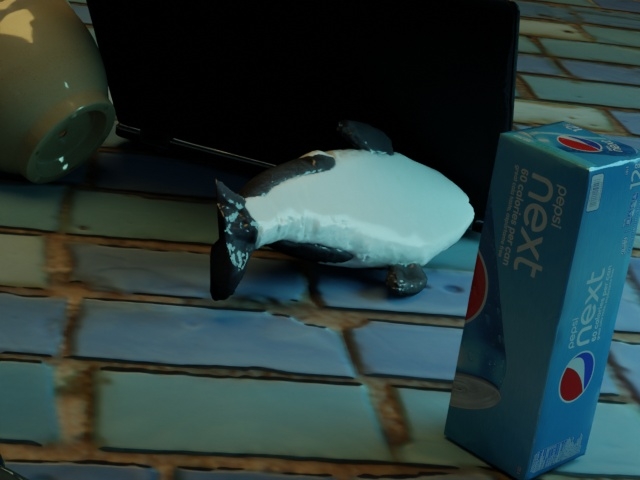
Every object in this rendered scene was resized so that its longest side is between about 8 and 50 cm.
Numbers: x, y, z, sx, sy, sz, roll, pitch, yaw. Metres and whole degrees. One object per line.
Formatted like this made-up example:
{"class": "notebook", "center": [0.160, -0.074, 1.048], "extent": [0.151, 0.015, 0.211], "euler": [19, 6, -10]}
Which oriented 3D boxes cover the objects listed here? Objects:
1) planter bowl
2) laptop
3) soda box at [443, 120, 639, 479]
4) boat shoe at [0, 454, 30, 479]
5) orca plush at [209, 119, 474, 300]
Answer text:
{"class": "planter bowl", "center": [-0.244, -0.118, 1.256], "extent": [0.109, 0.162, 0.162], "euler": [46, 33, 15]}
{"class": "laptop", "center": [0.019, -0.171, 1.342], "extent": [0.382, 0.236, 0.408], "euler": [16, 21, 15]}
{"class": "soda box", "center": [0.139, 0.038, 0.912], "extent": [0.067, 0.210, 0.071], "euler": [-12, 30, -43]}
{"class": "boat shoe", "center": [-0.213, 0.111, 0.705], "extent": [0.340, 0.127, 0.113], "euler": [9, 31, 26]}
{"class": "orca plush", "center": [0.000, 0.000, 1.167], "extent": [0.287, 0.102, 0.151], "euler": [-27, 86, -50]}
